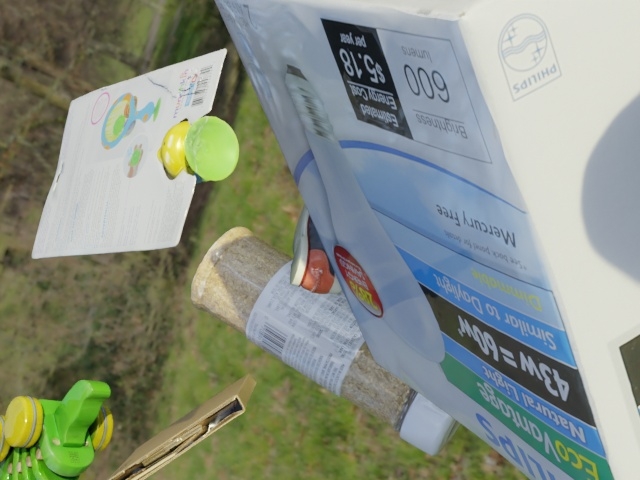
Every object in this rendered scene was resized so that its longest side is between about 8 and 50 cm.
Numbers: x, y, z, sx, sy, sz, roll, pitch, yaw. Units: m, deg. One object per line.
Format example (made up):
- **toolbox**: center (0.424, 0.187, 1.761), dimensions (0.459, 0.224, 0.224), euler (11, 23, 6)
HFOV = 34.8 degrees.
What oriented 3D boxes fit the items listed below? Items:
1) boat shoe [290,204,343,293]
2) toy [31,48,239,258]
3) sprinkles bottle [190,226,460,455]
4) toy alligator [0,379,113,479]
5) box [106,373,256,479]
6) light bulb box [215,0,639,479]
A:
- **boat shoe**: center (0.000, 0.000, 0.904), dimensions (0.137, 0.043, 0.049), euler (-87, 14, -57)
- **toy**: center (-0.132, -0.050, 0.754), dimensions (0.237, 0.056, 0.136), euler (-6, 69, 55)
- **sprinkles bottle**: center (0.017, 0.115, 1.223), dimensions (0.121, 0.355, 0.121), euler (-52, -18, -24)
- **toy alligator**: center (-0.179, 0.134, 0.612), dimensions (0.190, 0.056, 0.051), euler (-31, 56, 40)
- **box**: center (-0.146, 0.207, 1.111), dimensions (0.164, 0.021, 0.201), euler (-34, -1, -1)
- **light bulb box**: center (0.143, -0.047, 0.687), dimensions (0.225, 0.361, 0.358), euler (-30, 25, -14)
